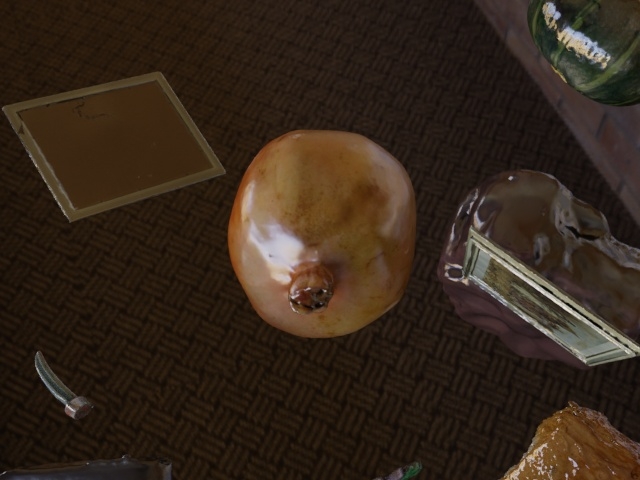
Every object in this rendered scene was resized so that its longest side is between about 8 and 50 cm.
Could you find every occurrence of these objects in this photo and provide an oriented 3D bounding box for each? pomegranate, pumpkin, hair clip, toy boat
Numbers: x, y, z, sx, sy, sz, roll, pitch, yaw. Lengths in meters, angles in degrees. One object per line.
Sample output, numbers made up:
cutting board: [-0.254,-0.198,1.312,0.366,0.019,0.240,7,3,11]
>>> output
pomegranate: [0.000,0.000,1.037,0.229,0.252,0.270,10,24,5]
pumpkin: [0.287,-0.208,0.863,0.125,0.167,0.167,-33,54,21]
hair clip: [0.079,0.384,1.366,0.195,0.124,0.052,-9,66,-36]
toy boat: [-0.400,0.217,1.299,0.122,0.096,0.034,42,80,8]

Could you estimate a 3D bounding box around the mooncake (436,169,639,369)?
mooncake: [0.391,0.071,1.531,0.381,0.350,0.212,27,70,3]

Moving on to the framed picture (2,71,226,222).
framed picture: [-0.304,-0.146,1.294,0.273,0.016,0.216,-21,71,-37]

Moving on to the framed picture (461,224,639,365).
framed picture: [0.248,0.074,0.976,0.217,0.274,0.017,36,86,14]

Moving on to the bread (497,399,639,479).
bread: [0.167,0.182,0.554,0.129,0.044,0.126,-50,61,11]

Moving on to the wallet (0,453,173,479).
wallet: [-0.238,0.406,0.906,0.197,0.051,0.378,-4,95,-1]
